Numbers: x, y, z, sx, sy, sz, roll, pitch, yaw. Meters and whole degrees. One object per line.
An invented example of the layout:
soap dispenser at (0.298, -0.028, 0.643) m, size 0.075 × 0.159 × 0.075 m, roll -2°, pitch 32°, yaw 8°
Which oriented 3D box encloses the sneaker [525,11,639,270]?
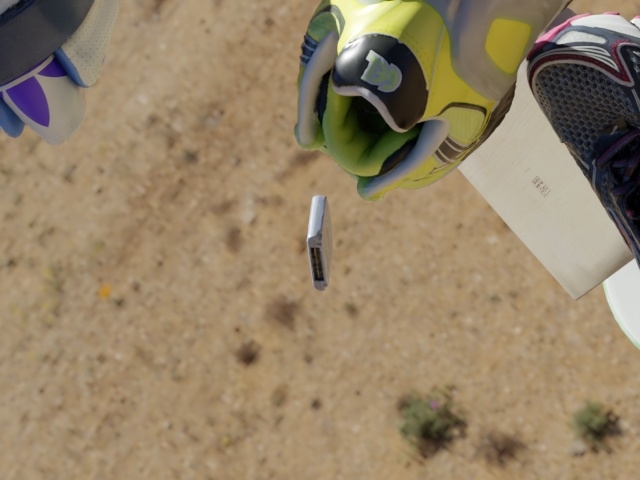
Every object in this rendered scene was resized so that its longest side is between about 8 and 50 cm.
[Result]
sneaker at (0.227, -0.009, 0.942) m, size 0.112 × 0.299 × 0.121 m, roll -33°, pitch -9°, yaw -33°

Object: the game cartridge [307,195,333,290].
game cartridge at (0.000, 0.000, 1.418) m, size 0.017 × 0.083 × 0.056 m, roll 5°, pitch 53°, yaw 9°

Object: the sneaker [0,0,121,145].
sneaker at (-0.222, -0.163, 0.982) m, size 0.130 × 0.236 × 0.323 m, roll -26°, pitch 9°, yaw 17°

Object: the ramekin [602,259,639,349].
ramekin at (0.463, 0.022, 1.742) m, size 0.303 × 0.148 × 0.303 m, roll -7°, pitch 78°, yaw 38°

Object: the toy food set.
toy food set at (0.248, -0.077, 1.533) m, size 0.092 × 0.220 × 0.306 m, roll -38°, pitch -7°, yaw -20°

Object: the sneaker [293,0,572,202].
sneaker at (0.036, -0.097, 0.932) m, size 0.147 × 0.145 × 0.385 m, roll -51°, pitch -6°, yaw -13°
